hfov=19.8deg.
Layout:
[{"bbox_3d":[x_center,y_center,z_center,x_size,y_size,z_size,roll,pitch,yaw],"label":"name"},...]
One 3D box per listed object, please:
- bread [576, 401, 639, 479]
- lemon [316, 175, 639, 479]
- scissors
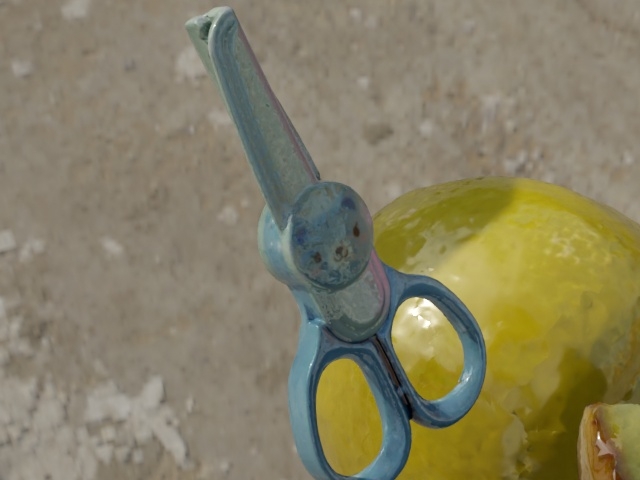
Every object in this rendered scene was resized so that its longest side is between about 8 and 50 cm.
[{"bbox_3d":[0.187,0.236,0.751,0.077,0.138,0.361,-12,45,-3],"label":"bread"},{"bbox_3d":[0.146,0.109,1.459,0.348,0.348,0.348,0,57,1],"label":"lemon"},{"bbox_3d":[0.000,0.000,0.910,0.125,0.256,0.030,-38,23,-30],"label":"scissors"}]
